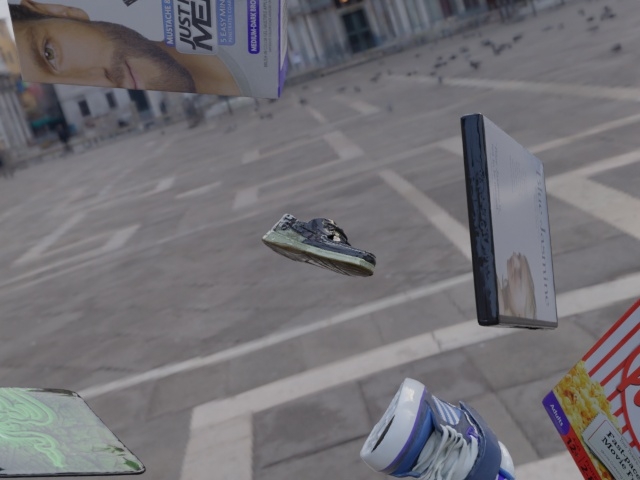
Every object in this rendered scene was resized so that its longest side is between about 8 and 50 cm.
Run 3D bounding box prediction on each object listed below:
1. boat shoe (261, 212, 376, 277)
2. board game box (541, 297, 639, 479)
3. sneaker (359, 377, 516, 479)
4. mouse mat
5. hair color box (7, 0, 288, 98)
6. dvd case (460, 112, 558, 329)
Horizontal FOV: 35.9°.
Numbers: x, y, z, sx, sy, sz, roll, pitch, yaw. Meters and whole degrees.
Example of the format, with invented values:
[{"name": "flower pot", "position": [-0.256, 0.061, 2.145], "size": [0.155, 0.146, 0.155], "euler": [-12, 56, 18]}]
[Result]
[{"name": "boat shoe", "position": [0.000, 0.000, 1.012], "size": [0.152, 0.056, 0.049], "euler": [16, 76, 43]}, {"name": "board game box", "position": [0.232, 0.119, 0.634], "size": [0.045, 0.147, 0.193], "euler": [-13, -30, -24]}, {"name": "sneaker", "position": [0.191, 0.307, 1.401], "size": [0.130, 0.236, 0.323], "euler": [-58, -7, 1]}, {"name": "mouse mat", "position": [-0.254, 0.162, 0.860], "size": [0.153, 0.007, 0.190], "euler": [8, 9, -37]}, {"name": "hair color box", "position": [-0.213, -0.290, 1.249], "size": [0.339, 0.185, 0.110], "euler": [5, 41, 4]}, {"name": "dvd case", "position": [0.183, -0.007, 0.933], "size": [0.022, 0.180, 0.253], "euler": [-7, -8, 23]}]
